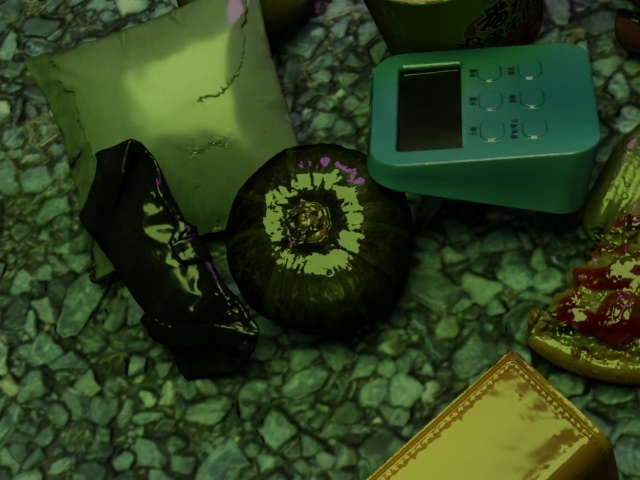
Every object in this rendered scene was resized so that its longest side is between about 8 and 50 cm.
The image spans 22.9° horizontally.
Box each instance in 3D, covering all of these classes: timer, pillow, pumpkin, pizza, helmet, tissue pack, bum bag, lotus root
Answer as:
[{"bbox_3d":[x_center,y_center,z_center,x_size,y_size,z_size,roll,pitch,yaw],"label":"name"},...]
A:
[{"bbox_3d":[0.179,-0.140,1.782,0.250,0.091,0.231,5,40,-1],"label":"timer"},{"bbox_3d":[-0.178,-0.137,1.919,0.310,0.119,0.312,-20,80,8],"label":"pillow"},{"bbox_3d":[0.000,0.000,1.785,0.224,0.157,0.223,-2,77,10],"label":"pumpkin"},{"bbox_3d":[0.317,0.051,1.675,0.188,0.062,0.198,7,83,19],"label":"pizza"},{"bbox_3d":[0.388,-0.244,1.884,0.084,0.049,0.065,9,23,-6],"label":"helmet"},{"bbox_3d":[0.147,0.277,1.545,0.274,0.194,0.145,-40,60,-9],"label":"tissue pack"},{"bbox_3d":[-0.180,0.027,1.813,0.137,0.074,0.310,-42,73,31],"label":"bum bag"},{"bbox_3d":[0.358,-0.067,1.762,0.090,0.077,0.183,22,72,19],"label":"lotus root"}]

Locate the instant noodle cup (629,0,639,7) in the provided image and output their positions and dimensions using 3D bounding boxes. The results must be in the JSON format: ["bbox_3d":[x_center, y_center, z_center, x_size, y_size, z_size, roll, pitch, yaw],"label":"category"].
[{"bbox_3d":[0.414,-0.399,1.892,0.230,0.182,0.230,-8,57,12],"label":"instant noodle cup"}]

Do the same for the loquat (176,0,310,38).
[{"bbox_3d":[-0.094,-0.324,2.027,0.195,0.152,0.152,-22,55,-3],"label":"loquat"}]

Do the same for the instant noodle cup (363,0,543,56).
[{"bbox_3d":[0.160,-0.327,1.914,0.264,0.200,0.264,-8,57,12],"label":"instant noodle cup"}]
